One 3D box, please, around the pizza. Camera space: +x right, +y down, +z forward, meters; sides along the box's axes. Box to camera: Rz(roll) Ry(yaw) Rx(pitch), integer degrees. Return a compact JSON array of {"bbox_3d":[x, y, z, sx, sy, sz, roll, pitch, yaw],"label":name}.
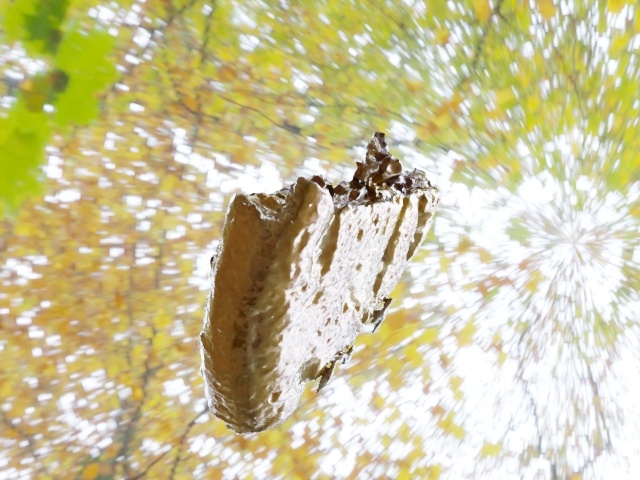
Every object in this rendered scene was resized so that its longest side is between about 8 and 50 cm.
[{"bbox_3d":[-0.001,0.001,0.891,0.069,0.194,0.154,22,-54,25],"label":"pizza"}]
